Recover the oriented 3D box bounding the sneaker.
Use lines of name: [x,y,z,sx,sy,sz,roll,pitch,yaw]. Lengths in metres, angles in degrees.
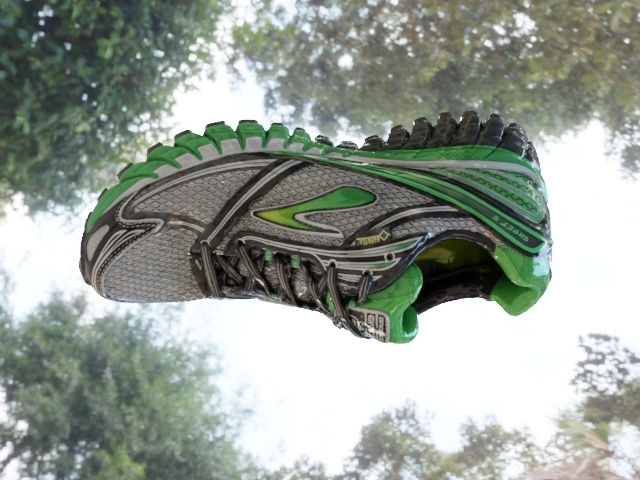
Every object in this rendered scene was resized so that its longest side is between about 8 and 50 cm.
sneaker: [0.000,0.000,0.578,0.134,0.343,0.146,84,-1,-53]
